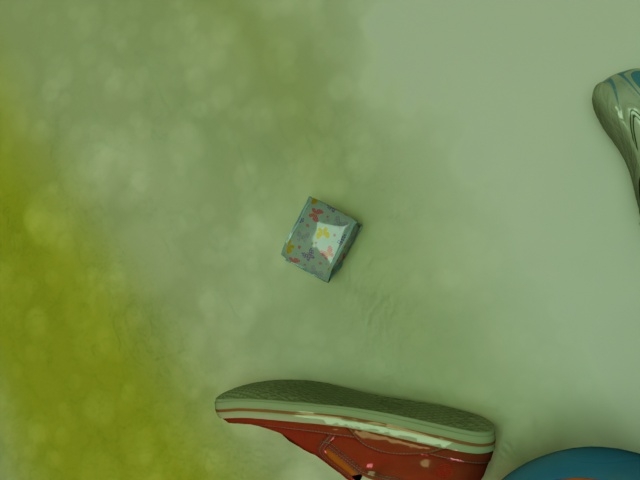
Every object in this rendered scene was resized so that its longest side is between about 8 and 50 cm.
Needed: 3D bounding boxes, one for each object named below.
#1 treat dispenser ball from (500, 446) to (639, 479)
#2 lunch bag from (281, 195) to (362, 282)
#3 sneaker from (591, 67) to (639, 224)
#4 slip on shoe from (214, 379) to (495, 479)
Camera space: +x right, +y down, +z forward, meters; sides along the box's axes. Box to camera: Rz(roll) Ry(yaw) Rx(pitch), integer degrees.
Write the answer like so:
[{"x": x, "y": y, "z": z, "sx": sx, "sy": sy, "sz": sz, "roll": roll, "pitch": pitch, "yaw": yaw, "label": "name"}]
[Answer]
[{"x": 0.269, "y": 0.343, "z": 0.792, "sx": 0.288, "sy": 0.288, "sz": 0.288, "roll": 0, "pitch": 88, "yaw": 18, "label": "treat dispenser ball"}, {"x": 0.000, "y": 0.000, "z": 1.012, "sx": 0.071, "sy": 0.053, "sz": 0.083, "roll": 27, "pitch": 87, "yaw": 15, "label": "lunch bag"}, {"x": 0.365, "y": -0.071, "z": 0.881, "sx": 0.086, "sy": 0.085, "sz": 0.237, "roll": -21, "pitch": 85, "yaw": 9, "label": "sneaker"}, {"x": 0.031, "y": 0.228, "z": 0.967, "sx": 0.331, "sy": 0.123, "sz": 0.101, "roll": 9, "pitch": 95, "yaw": 13, "label": "slip on shoe"}]
